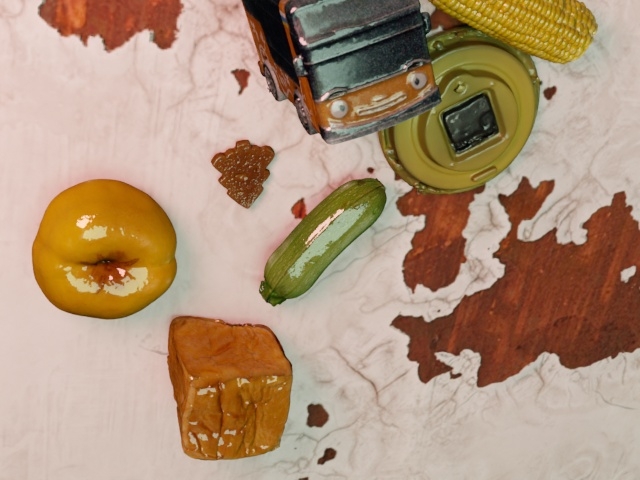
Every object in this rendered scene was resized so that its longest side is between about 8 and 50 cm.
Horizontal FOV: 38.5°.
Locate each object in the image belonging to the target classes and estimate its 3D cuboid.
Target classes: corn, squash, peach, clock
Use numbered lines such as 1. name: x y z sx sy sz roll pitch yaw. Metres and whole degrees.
1. corn: 0.228 -0.289 1.115 0.244 0.093 0.093 18 109 -27
2. squash: 0.000 0.000 1.202 0.219 0.068 0.077 -47 154 9
3. peach: -0.256 0.013 1.099 0.179 0.103 0.179 -7 120 -13
4. clock: 0.190 -0.159 1.195 0.237 0.057 0.237 -9 120 -15

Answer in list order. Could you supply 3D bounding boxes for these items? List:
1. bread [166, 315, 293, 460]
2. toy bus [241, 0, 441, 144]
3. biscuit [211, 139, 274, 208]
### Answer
1. bread: -0.125 0.194 1.213 0.143 0.158 0.149 1 112 -19
2. toy bus: 0.009 -0.220 0.967 0.139 0.275 0.167 -21 120 -8
3. biscuit: -0.095 -0.083 1.156 0.082 0.016 0.092 -15 122 -18
